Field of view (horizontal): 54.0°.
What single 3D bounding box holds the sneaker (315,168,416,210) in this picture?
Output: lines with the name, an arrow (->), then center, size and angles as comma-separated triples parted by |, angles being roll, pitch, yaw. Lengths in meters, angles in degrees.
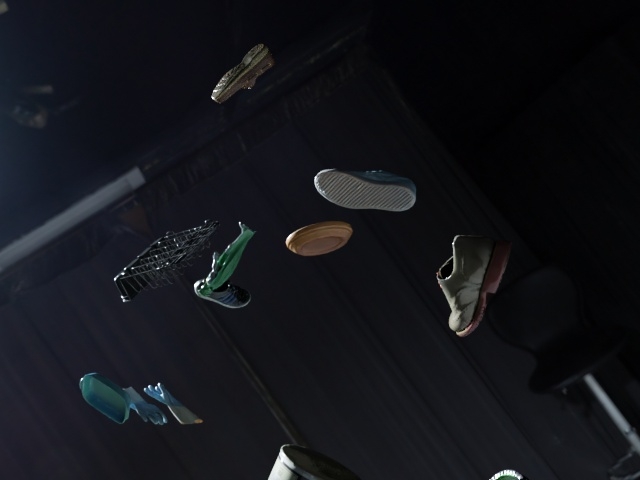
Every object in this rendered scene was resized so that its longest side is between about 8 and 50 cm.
sneaker -> 0.167, -0.194, 2.275 | 0.150, 0.366, 0.135 | -61, -17, -61

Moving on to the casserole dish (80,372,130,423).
casserole dish -> -0.619, 0.453, 1.826 | 0.037, 0.188, 0.114 | -37, -33, -55

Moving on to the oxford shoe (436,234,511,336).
oxford shoe -> 0.325, 0.097, 1.418 | 0.348, 0.130, 0.123 | 94, -162, -51

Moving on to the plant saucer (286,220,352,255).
plant saucer -> 0.000, 0.000, 1.846 | 0.200, 0.037, 0.200 | -12, -20, -5

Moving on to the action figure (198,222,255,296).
action figure -> -0.267, 0.060, 1.767 | 0.232, 0.063, 0.137 | -56, -8, -1

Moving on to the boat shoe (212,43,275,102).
boat shoe -> -0.179, -0.384, 1.484 | 0.178, 0.060, 0.064 | -45, 36, -4

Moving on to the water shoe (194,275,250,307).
water shoe -> -0.296, 0.164, 1.987 | 0.203, 0.072, 0.080 | 15, -33, -38

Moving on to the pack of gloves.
pack of gloves -> -0.492, 0.481, 1.896 | 0.195, 0.232, 0.046 | 16, -85, -51

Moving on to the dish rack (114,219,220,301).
dish rack -> -0.357, 0.043, 1.509 | 0.272, 0.074, 0.208 | -15, 26, 38

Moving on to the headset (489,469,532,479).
headset -> 0.600, 0.863, 1.962 | 0.243, 0.185, 0.394 | -60, 15, -5

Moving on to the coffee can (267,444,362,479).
coffee can -> -0.049, 0.615, 1.354 | 0.201, 0.202, 0.275 | 81, -146, -86
